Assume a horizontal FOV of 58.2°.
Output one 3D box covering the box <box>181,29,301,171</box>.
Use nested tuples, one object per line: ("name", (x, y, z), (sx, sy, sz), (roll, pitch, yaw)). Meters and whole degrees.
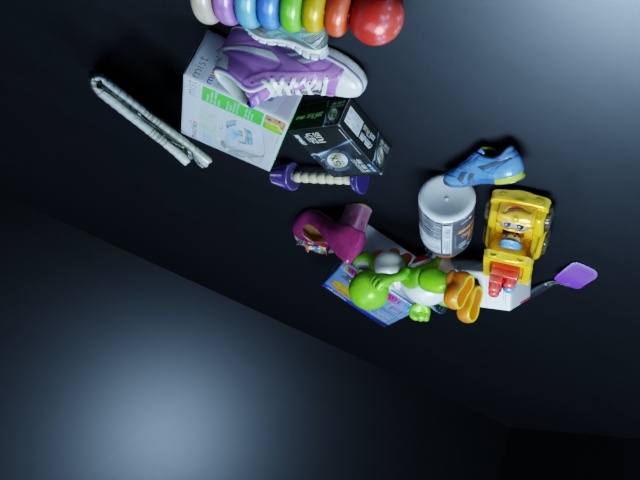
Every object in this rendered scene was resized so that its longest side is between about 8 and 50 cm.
("box", (-0.173, -0.294, 1.255), (0.231, 0.126, 0.262), (23, 160, -8))

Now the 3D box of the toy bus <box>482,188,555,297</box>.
("toy bus", (0.429, 0.018, 1.304), (0.150, 0.211, 0.220), (15, 156, 22))

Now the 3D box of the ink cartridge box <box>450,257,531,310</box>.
("ink cartridge box", (0.433, 0.114, 1.581), (0.237, 0.100, 0.172), (5, -171, 37))

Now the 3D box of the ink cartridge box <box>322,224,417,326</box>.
("ink cartridge box", (0.173, 0.134, 1.866), (0.270, 0.151, 0.395), (34, 161, 0))

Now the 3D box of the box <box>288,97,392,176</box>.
("box", (0.046, -0.223, 1.275), (0.147, 0.077, 0.180), (3, 152, 42))

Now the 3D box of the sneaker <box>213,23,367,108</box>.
("sneaker", (-0.062, -0.296, 1.092), (0.282, 0.161, 0.102), (19, 157, 3))

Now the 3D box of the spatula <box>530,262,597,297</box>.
("spatula", (0.645, 0.124, 1.597), (0.084, 0.030, 0.296), (22, 159, -6))

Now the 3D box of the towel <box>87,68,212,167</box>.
("towel", (-0.428, -0.295, 1.413), (0.324, 0.056, 0.312), (37, -179, -29))

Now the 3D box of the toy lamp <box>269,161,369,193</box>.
("toy lamp", (-0.010, -0.163, 1.482), (0.275, 0.080, 0.080), (6, 154, 30))

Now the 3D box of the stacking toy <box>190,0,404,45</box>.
("stacking toy", (-0.030, -0.386, 0.908), (0.331, 0.141, 0.141), (13, 158, 5))

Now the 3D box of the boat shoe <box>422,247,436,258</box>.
("boat shoe", (0.319, 0.024, 1.649), (0.040, 0.049, 0.142), (19, 161, 9))

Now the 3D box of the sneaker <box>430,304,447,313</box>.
("sneaker", (0.365, 0.186, 1.986), (0.191, 0.071, 0.083), (42, 159, -24))

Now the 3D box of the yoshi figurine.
("yoshi figurine", (0.221, 0.136, 1.520), (0.362, 0.203, 0.203), (14, -157, 38))

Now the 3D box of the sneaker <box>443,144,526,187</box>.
("sneaker", (0.331, -0.158, 1.196), (0.209, 0.069, 0.082), (2, 119, 60))

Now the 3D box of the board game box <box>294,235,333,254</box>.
("board game box", (-0.016, 0.025, 1.999), (0.133, 0.033, 0.169), (36, 156, -31))

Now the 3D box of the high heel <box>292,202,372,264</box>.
("high heel", (0.000, 0.000, 1.714), (0.127, 0.181, 0.377), (31, 157, -22))

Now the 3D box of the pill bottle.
("pill bottle", (0.303, -0.045, 1.386), (0.131, 0.130, 0.245), (15, 158, 18))

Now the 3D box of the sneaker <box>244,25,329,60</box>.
("sneaker", (-0.058, -0.386, 1.028), (0.167, 0.065, 0.076), (18, 142, 2))
